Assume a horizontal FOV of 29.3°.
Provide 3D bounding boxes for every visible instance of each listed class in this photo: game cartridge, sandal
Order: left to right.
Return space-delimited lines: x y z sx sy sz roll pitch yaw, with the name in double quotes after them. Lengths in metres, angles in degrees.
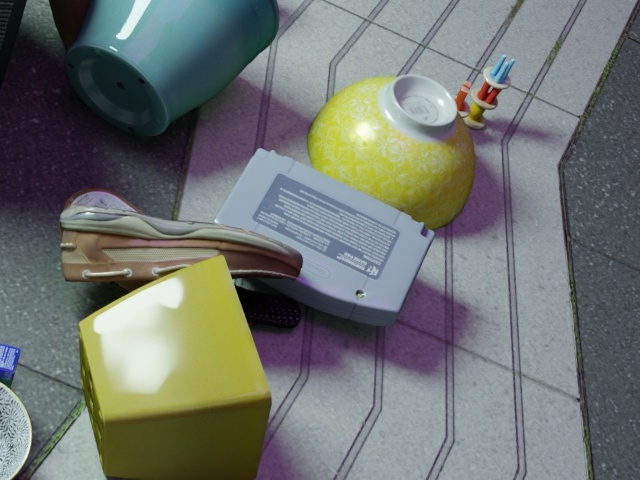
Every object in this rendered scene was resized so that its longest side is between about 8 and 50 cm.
-0.113 0.095 1.696 0.179 0.040 0.067 15 48 -23 "sandal"
0.000 0.000 1.760 0.294 0.060 0.196 26 51 3 "game cartridge"

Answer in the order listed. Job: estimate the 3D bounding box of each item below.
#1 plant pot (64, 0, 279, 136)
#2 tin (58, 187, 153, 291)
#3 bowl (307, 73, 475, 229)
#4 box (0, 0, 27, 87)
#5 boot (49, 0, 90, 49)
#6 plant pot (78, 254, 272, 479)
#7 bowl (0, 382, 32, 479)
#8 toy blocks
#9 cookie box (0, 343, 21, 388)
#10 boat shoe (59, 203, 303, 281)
-0.241 -0.306 1.845 0.272 0.271 0.255 31 59 3 "plant pot"
-0.278 -0.001 1.704 0.190 0.040 0.106 37 50 8 "tin"
0.136 -0.173 1.969 0.289 0.156 0.289 13 47 -14 "bowl"
-0.532 -0.398 1.653 0.212 0.395 0.293 -4 61 -27 "box"
-0.382 -0.384 1.826 0.089 0.269 0.236 2 54 1 "boot"
-0.187 0.174 1.483 0.187 0.212 0.212 -10 55 -18 "plant pot"
-0.420 0.238 1.391 0.170 0.080 0.170 14 46 -15 "bowl"
0.267 -0.252 2.105 0.123 0.148 0.054 -18 60 -37 "toy blocks"
-0.420 0.156 1.456 0.107 0.092 0.040 16 42 -11 "cookie box"
-0.187 0.029 1.625 0.324 0.123 0.116 9 89 -10 "boat shoe"
